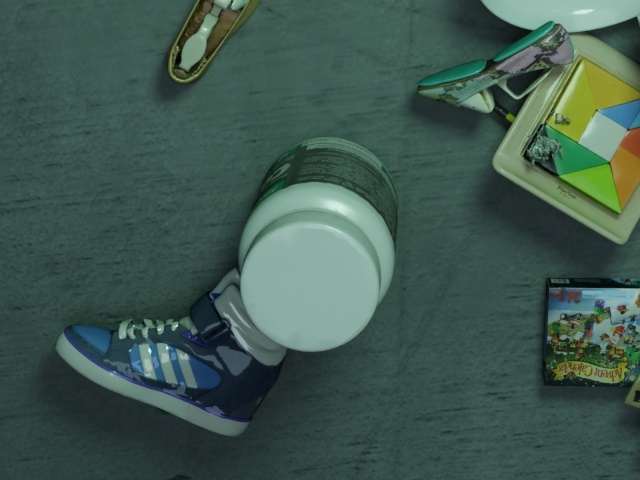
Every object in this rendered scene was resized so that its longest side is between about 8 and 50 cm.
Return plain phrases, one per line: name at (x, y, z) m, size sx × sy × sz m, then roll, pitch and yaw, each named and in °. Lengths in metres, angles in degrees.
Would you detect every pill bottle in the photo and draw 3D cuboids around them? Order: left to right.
pill bottle at (0.000, 0.000, 1.754) m, size 0.204 × 0.361 × 0.204 m, roll 1°, pitch 109°, yaw 4°

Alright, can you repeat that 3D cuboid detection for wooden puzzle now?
wooden puzzle at (0.381, -0.145, 1.796) m, size 0.221 × 0.044 × 0.238 m, roll 30°, pitch 84°, yaw -6°

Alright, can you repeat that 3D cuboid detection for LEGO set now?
LEGO set at (0.305, -0.135, 1.758) m, size 0.054 × 0.023 × 0.083 m, roll 12°, pitch 91°, yaw -5°

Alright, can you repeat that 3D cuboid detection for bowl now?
bowl at (0.332, -0.406, 1.681) m, size 0.298 × 0.134 × 0.298 m, roll -4°, pitch 152°, yaw -2°

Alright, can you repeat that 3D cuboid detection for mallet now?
mallet at (0.269, -0.172, 1.852) m, size 0.190 × 0.062 × 0.039 m, roll 38°, pitch 101°, yaw 7°

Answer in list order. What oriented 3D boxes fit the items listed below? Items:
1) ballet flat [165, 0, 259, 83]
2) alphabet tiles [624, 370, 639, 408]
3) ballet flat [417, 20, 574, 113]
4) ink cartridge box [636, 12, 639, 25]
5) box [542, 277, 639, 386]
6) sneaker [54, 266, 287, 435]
ballet flat at (-0.140, -0.310, 1.810) m, size 0.080 × 0.073 × 0.232 m, roll 29°, pitch 108°, yaw -6°
alphabet tiles at (0.633, 0.215, 1.934) m, size 0.343 × 0.011 × 0.285 m, roll 18°, pitch 110°, yaw -14°
ballet flat at (0.240, -0.221, 1.780) m, size 0.222 × 0.077 × 0.079 m, roll -22°, pitch 108°, yaw 23°
ink cartridge box at (0.560, -0.249, 1.685) m, size 0.233 × 0.168 × 0.171 m, roll -30°, pitch 132°, yaw 22°
box at (0.448, 0.136, 1.935) m, size 0.233 × 0.044 × 0.159 m, roll 0°, pitch 109°, yaw 4°
sneaker at (-0.205, 0.126, 1.948) m, size 0.323 × 0.130 × 0.236 m, roll 25°, pitch 99°, yaw 0°
